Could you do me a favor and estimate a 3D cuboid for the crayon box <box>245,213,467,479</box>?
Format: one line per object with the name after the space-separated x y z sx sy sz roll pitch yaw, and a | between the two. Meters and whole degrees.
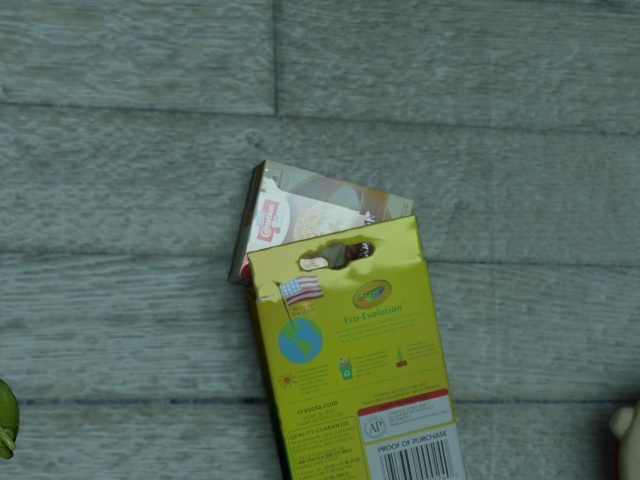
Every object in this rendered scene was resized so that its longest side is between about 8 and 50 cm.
0.037 0.139 1.772 0.202 0.081 0.318 -12 101 -10 | crayon box

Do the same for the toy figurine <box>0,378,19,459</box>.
-0.399 0.038 1.661 0.362 0.191 0.217 41 68 -8 | toy figurine

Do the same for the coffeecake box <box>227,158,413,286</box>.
0.000 0.000 1.840 0.186 0.068 0.142 15 79 -13 | coffeecake box

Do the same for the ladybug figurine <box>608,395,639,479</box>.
0.530 0.314 1.897 0.449 0.162 0.305 33 74 -10 | ladybug figurine
